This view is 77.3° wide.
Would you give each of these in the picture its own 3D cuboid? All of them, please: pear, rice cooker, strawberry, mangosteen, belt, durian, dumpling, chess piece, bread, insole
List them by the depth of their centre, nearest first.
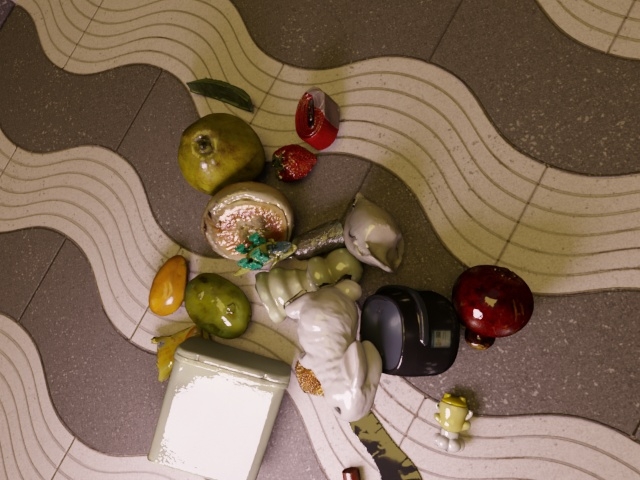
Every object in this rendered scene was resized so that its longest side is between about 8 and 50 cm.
[{"bbox_3d":[0.252,0.250,1.124,0.224,0.267,0.267,4,78,-25],"label":"rice cooker"},{"bbox_3d":[0.469,0.195,1.127,0.215,0.215,0.257,20,113,17],"label":"mangosteen"},{"bbox_3d":[0.201,0.660,1.201,0.119,0.009,0.348,-38,74,4],"label":"insole"},{"bbox_3d":[0.000,0.401,1.234,0.158,0.137,0.168,42,101,20],"label":"durian"},{"bbox_3d":[0.185,-0.026,1.234,0.175,0.227,0.243,-5,66,58],"label":"dumpling"},{"bbox_3d":[-0.025,0.125,1.278,0.330,0.182,0.182,-23,75,4],"label":"chess piece"},{"bbox_3d":[-0.238,-0.070,1.325,0.305,0.305,0.158,-24,40,9],"label":"bread"},{"bbox_3d":[-0.342,-0.288,1.339,0.287,0.375,0.287,0,95,2],"label":"pear"},{"bbox_3d":[-0.005,-0.418,1.392,0.128,0.124,0.201,-7,73,33],"label":"belt"},{"bbox_3d":[-0.096,-0.271,1.398,0.148,0.131,0.131,-25,69,-36],"label":"strawberry"}]

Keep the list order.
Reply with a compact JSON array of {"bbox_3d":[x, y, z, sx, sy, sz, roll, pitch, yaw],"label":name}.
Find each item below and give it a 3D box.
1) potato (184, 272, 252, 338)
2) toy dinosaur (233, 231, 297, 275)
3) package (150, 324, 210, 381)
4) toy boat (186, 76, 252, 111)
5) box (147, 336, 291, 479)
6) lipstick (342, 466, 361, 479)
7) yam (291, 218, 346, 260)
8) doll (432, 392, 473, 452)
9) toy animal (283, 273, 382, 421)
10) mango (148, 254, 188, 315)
[{"bbox_3d":[-0.344,0.221,1.351,0.186,0.148,0.253,-43,80,17],"label":"potato"},{"bbox_3d":[-0.208,0.056,1.274,0.259,0.153,0.094,-26,60,24],"label":"toy dinosaur"},{"bbox_3d":[-0.476,0.376,1.380,0.226,0.090,0.168,-22,66,4],"label":"package"},{"bbox_3d":[-0.379,-0.568,1.531,0.293,0.093,0.055,22,68,17],"label":"toy boat"},{"bbox_3d":[-0.306,0.519,1.231,0.352,0.177,0.343,17,86,-2],"label":"box"},{"bbox_3d":[0.116,0.858,1.161,0.057,0.057,0.356,-12,78,12],"label":"lipstick"},{"bbox_3d":[0.000,0.000,1.323,0.183,0.107,0.107,-20,76,12],"label":"yam"},{"bbox_3d":[0.376,0.527,1.152,0.106,0.062,0.162,9,82,20],"label":"doll"},{"bbox_3d":[0.053,0.296,1.097,0.258,0.194,0.357,-41,57,18],"label":"toy animal"},{"bbox_3d":[-0.534,0.161,1.430,0.147,0.109,0.227,18,85,41],"label":"mango"}]
